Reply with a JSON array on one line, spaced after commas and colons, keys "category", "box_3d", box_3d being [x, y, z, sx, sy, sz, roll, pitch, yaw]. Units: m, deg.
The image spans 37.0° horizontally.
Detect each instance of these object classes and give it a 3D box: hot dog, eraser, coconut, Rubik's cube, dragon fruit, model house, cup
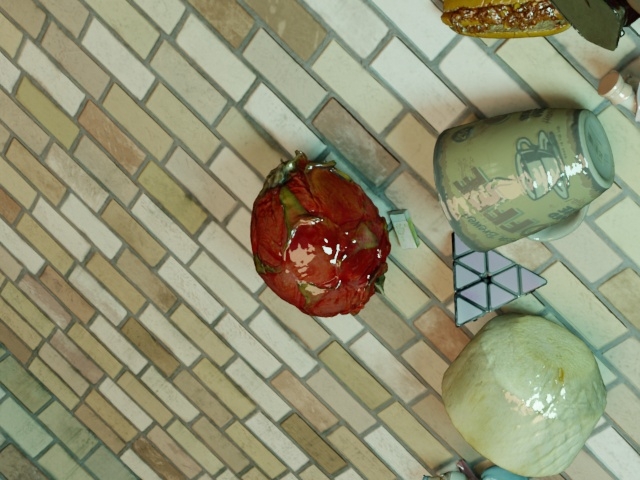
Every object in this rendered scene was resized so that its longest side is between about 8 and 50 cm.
[{"category": "hot dog", "box_3d": [0.310, -0.379, 1.563, 0.249, 0.076, 0.102, 5, 119, 33]}, {"category": "eraser", "box_3d": [0.171, -0.022, 1.943, 0.038, 0.019, 0.083, -3, 118, 37]}, {"category": "coconut", "box_3d": [0.383, 0.308, 1.859, 0.328, 0.329, 0.329, 17, 129, 23]}, {"category": "Rubik's cube", "box_3d": [0.326, 0.052, 1.878, 0.190, 0.211, 0.178, -24, 85, 9]}, {"category": "dragon fruit", "box_3d": [0.000, 0.000, 1.900, 0.342, 0.277, 0.277, 45, 135, -19]}, {"category": "model house", "box_3d": [0.432, -0.409, 1.438, 0.203, 0.164, 0.141, 46, 169, -8]}, {"category": "cup", "box_3d": [0.376, -0.094, 1.645, 0.257, 0.227, 0.301, -14, 141, 35]}]

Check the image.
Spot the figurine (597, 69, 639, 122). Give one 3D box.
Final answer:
[{"category": "figurine", "box_3d": [0.569, -0.205, 1.473, 0.275, 0.200, 0.133, 21, 171, 23]}]

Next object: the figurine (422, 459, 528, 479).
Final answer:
[{"category": "figurine", "box_3d": [0.341, 0.540, 2.155, 0.260, 0.103, 0.205, -6, 142, 41]}]

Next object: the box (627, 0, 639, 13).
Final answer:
[{"category": "box", "box_3d": [0.554, -0.371, 1.212, 0.339, 0.239, 0.229, 21, 153, -37]}]
